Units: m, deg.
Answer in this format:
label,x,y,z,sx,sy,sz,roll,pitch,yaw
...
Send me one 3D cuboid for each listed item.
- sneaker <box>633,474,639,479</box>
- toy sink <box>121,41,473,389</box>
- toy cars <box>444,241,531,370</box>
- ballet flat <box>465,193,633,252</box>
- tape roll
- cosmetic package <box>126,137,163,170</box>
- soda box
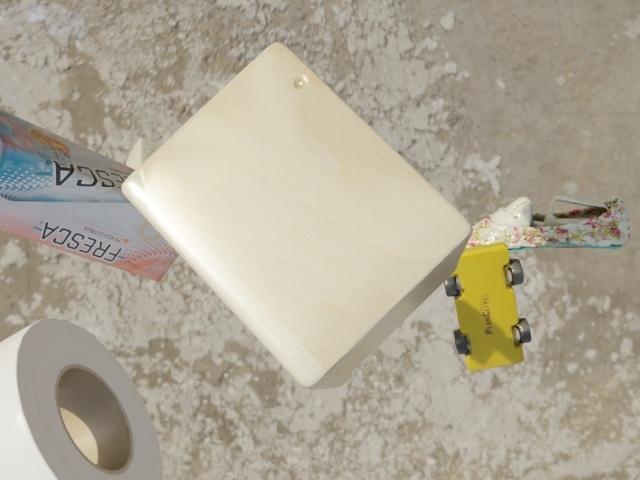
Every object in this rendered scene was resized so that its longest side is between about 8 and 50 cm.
label,x,y,z,sx,sy,sz,roll,pitch,yaw
sneaker,0.217,0.236,0.463,0.123,0.290,0.106,33,112,26
toy sink,0.000,0.000,0.508,0.131,0.234,0.153,-44,77,-3
toy cars,0.136,0.023,1.011,0.393,0.087,0.176,33,113,-14
ballet flat,0.317,-0.028,1.084,0.241,0.091,0.077,-3,110,6
tape roll,-0.317,0.241,0.948,0.100,0.286,0.286,-30,115,9
cosmetic package,-0.179,-0.055,0.835,0.060,0.115,0.041,20,128,-29
soda box,-0.177,-0.031,0.546,0.183,0.058,0.063,24,108,-46
